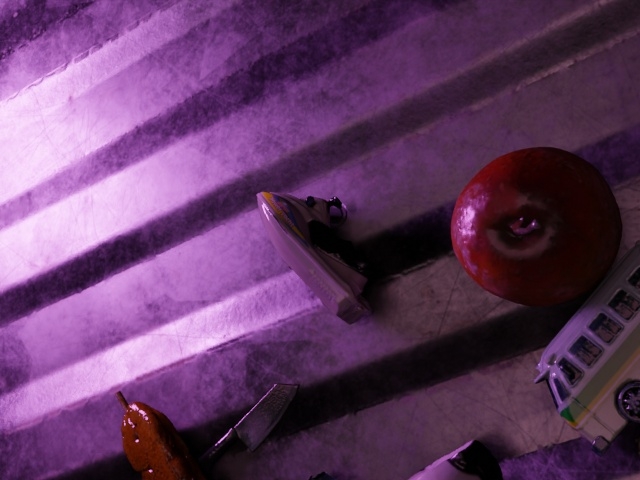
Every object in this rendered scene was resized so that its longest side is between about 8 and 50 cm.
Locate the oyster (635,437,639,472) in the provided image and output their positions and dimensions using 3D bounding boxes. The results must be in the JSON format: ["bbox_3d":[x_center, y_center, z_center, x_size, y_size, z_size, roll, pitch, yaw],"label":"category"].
[{"bbox_3d":[0.489,0.254,1.024,0.177,0.105,0.056,-45,38,12],"label":"oyster"}]

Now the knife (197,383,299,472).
[{"bbox_3d":[-0.118,0.325,1.331,0.060,0.028,0.230,46,98,11],"label":"knife"}]

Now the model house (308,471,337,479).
[{"bbox_3d":[0.043,0.451,1.193,0.149,0.119,0.148,14,88,17],"label":"model house"}]

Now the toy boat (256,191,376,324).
[{"bbox_3d":[-0.002,0.008,1.267,0.141,0.141,0.269,-35,68,16],"label":"toy boat"}]

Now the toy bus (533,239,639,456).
[{"bbox_3d":[0.422,0.144,1.054,0.165,0.133,0.276,42,98,23],"label":"toy bus"}]

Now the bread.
[{"bbox_3d":[-0.265,0.395,1.346,0.344,0.084,0.124,51,120,25],"label":"bread"}]

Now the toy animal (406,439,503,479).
[{"bbox_3d":[0.215,0.417,1.085,0.187,0.165,0.235,-34,68,5],"label":"toy animal"}]

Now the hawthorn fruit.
[{"bbox_3d":[0.289,-0.026,1.094,0.235,0.263,0.231,-32,45,44],"label":"hawthorn fruit"}]
